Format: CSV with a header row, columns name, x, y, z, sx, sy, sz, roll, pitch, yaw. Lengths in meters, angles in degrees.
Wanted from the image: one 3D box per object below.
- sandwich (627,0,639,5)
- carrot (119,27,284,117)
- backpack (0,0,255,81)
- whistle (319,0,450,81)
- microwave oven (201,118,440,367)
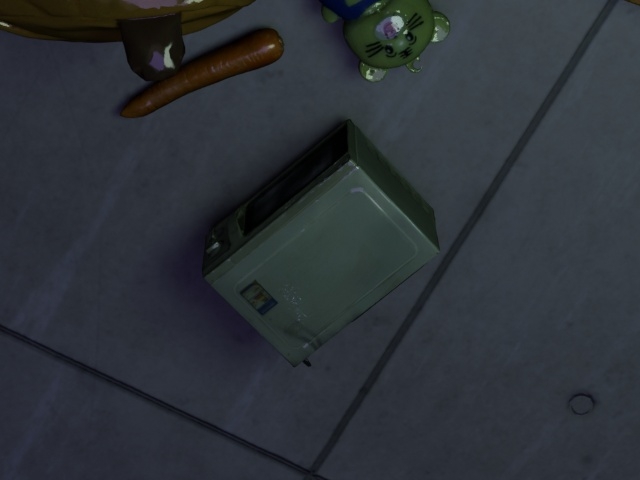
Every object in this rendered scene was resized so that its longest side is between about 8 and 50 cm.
name,x,y,z,sx,sy,sz,roll,pitch,yaw
sandwich,0.311,-0.287,1.826,0.245,0.063,0.212,-36,92,15
carrot,-0.124,-0.170,1.929,0.190,0.037,0.037,-22,113,13
backpack,-0.220,-0.334,1.763,0.378,0.201,0.353,-8,110,0
whistle,0.040,-0.259,1.859,0.105,0.085,0.227,-32,111,9
microwave oven,0.000,0.000,1.953,0.205,0.129,0.163,-38,111,16
